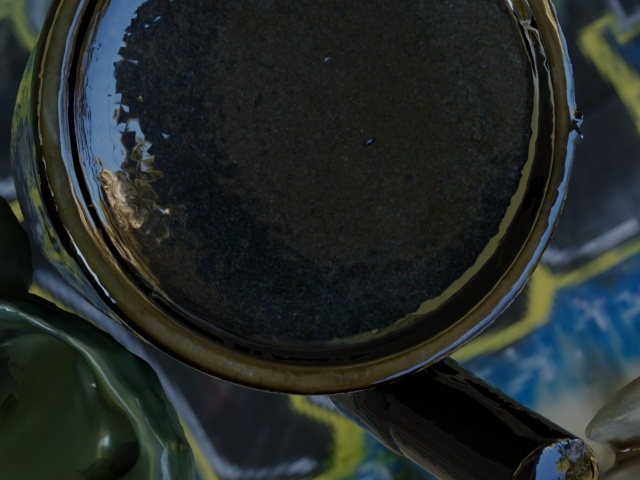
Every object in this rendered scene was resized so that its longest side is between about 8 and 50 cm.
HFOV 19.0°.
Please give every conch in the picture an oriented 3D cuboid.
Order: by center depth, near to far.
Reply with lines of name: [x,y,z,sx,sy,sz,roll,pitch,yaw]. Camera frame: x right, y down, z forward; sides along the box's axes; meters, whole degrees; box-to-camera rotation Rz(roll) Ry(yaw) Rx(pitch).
conch: [-0.124,0.050,0.609,0.176,0.188,0.122,-34,-177,44]

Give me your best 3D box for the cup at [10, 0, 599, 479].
cup: [-0.017,0.001,0.644,0.166,0.239,0.177,-15,-177,-17]

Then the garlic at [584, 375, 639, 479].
garlic: [0.335,0.214,1.404,0.325,0.279,0.132,-18,157,-15]
